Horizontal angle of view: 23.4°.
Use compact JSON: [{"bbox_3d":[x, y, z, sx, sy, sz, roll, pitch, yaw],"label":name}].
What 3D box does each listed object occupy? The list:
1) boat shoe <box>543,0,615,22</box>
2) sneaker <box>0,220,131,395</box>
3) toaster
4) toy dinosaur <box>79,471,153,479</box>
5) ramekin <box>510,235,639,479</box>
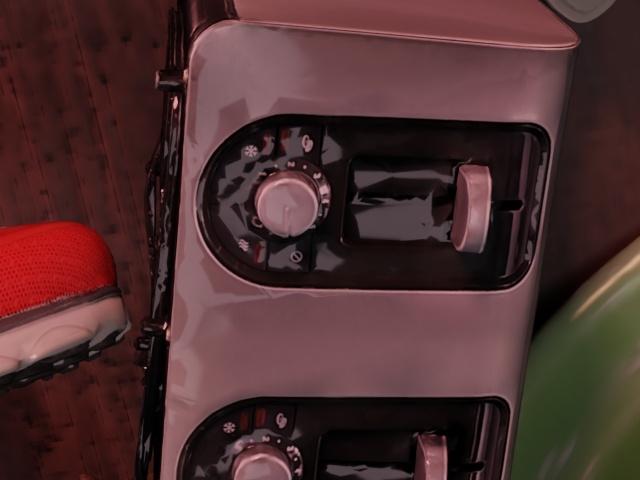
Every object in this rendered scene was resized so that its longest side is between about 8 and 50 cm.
[{"bbox_3d":[0.056,-0.124,0.477,0.046,0.038,0.125,-43,119,-16],"label":"boat shoe"},{"bbox_3d":[-0.188,-0.002,0.395,0.279,0.107,0.118,0,90,8],"label":"sneaker"},{"bbox_3d":[0.000,0.000,0.470,0.110,0.186,0.168,4,109,-8],"label":"toaster"},{"bbox_3d":[-0.036,0.167,0.553,0.127,0.200,0.295,-18,161,27],"label":"toy dinosaur"},{"bbox_3d":[0.192,0.116,0.468,0.303,0.303,0.148,-33,122,14],"label":"ramekin"}]
